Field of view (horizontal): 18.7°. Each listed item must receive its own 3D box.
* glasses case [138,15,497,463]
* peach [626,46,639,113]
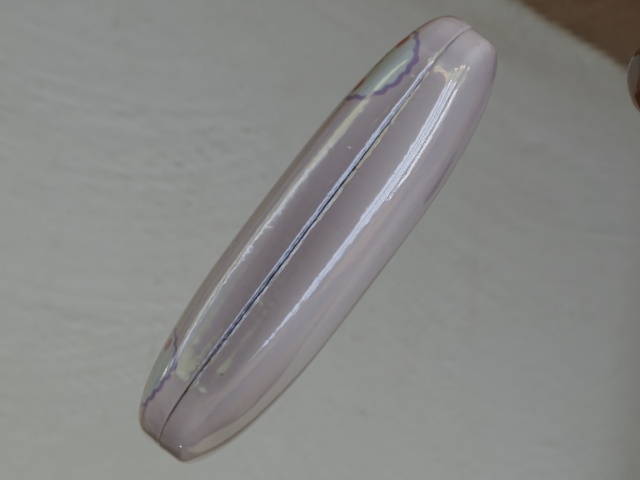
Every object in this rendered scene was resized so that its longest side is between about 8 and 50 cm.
[{"bbox_3d":[0.000,0.000,1.106,0.075,0.297,0.113,37,177,10],"label":"glasses case"},{"bbox_3d":[0.289,-0.127,1.578,0.083,0.083,0.083,8,151,4],"label":"peach"}]
